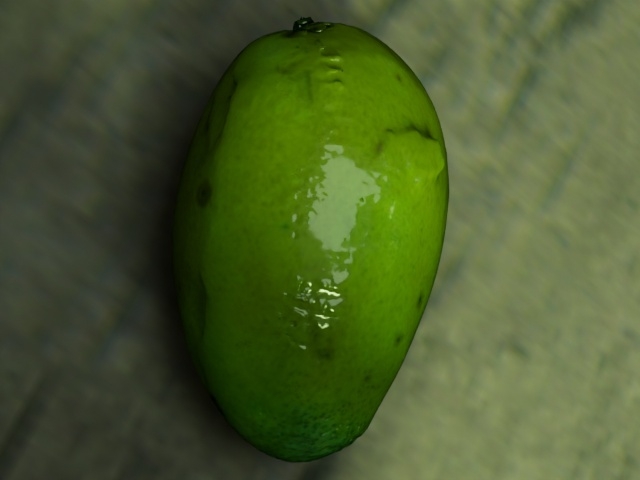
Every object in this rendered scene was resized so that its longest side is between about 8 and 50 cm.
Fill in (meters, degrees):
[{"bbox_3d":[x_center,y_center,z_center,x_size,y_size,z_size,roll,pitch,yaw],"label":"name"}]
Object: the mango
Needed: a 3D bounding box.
[{"bbox_3d":[0.000,0.000,0.580,0.119,0.100,0.178,10,83,-34],"label":"mango"}]
